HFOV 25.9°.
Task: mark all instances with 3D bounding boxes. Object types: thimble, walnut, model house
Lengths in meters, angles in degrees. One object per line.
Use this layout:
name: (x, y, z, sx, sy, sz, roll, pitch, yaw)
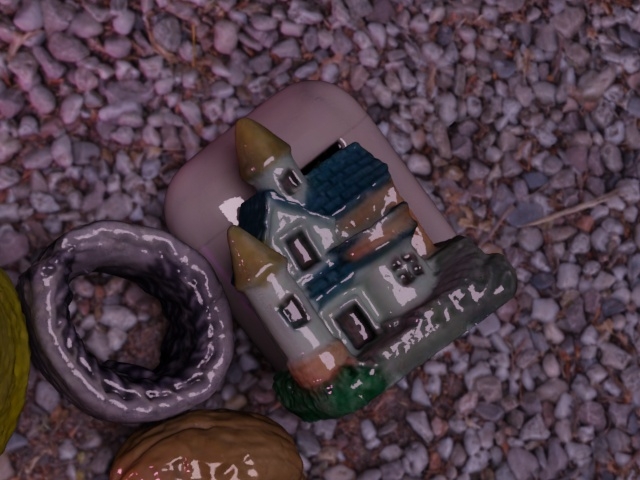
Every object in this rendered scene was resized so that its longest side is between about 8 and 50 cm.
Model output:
thimble: (-0.228, 0.094, 1.585, 0.245, 0.157, 0.217, 39, 70, -12)
walnut: (-0.129, 0.286, 1.576, 0.245, 0.198, 0.198, -1, 83, -19)
model house: (0.008, -0.004, 1.517, 0.267, 0.194, 0.325, -34, 92, -18)

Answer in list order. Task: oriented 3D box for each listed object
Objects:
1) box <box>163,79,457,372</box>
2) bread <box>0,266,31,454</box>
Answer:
box: (0.000, 0.000, 1.684, 0.289, 0.141, 0.349, -39, 97, -18)
bread: (-0.483, 0.127, 1.396, 0.348, 0.308, 0.348, 0, 86, -1)
